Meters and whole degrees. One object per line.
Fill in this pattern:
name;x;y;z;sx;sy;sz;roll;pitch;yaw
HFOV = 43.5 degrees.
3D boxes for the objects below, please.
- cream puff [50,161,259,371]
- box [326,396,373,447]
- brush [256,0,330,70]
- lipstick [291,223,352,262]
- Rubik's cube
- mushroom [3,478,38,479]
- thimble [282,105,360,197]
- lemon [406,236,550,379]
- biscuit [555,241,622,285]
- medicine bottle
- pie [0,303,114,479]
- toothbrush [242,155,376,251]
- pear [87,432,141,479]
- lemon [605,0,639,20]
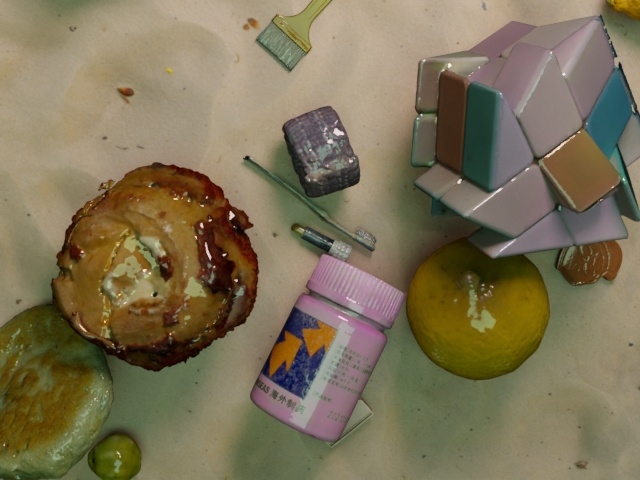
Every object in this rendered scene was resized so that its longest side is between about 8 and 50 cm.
cream puff;-0.258;0.048;1.340;0.351;0.229;0.350;0;89;13
box;0.000;0.292;1.529;0.109;0.029;0.198;-39;103;3
brush;-0.013;-0.396;1.382;0.083;0.011;0.205;41;94;-12
lipstick;0.000;0.000;1.461;0.116;0.037;0.037;28;98;-8
Rubik's cube;0.324;-0.164;1.296;0.368;0.358;0.387;-37;118;-5
mushroom;-0.506;0.341;1.449;0.118;0.103;0.270;38;104;-15
thimble;0.000;-0.149;1.370;0.098;0.150;0.150;-21;104;-5
lemon;0.276;0.121;1.402;0.246;0.320;0.245;-6;67;15
biscuit;0.516;0.038;1.539;0.131;0.019;0.102;-3;102;-5
medicine bottle;0.014;0.187;1.408;0.178;0.178;0.290;27;87;-12
pie;-0.490;0.254;1.366;0.323;0.323;0.070;-35;148;2
toothbrush;-0.018;-0.066;1.448;0.294;0.026;0.028;32;79;-13
pear;-0.381;0.407;1.481;0.097;0.092;0.092;-4;103;-7
lemon;0.580;-0.448;1.375;0.187;0.142;0.142;-24;104;4
